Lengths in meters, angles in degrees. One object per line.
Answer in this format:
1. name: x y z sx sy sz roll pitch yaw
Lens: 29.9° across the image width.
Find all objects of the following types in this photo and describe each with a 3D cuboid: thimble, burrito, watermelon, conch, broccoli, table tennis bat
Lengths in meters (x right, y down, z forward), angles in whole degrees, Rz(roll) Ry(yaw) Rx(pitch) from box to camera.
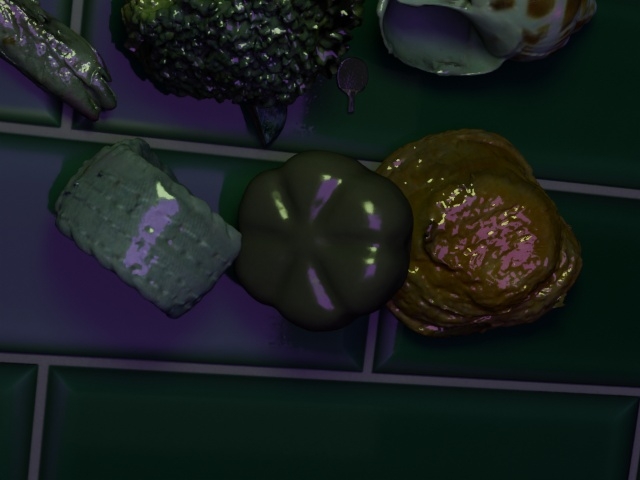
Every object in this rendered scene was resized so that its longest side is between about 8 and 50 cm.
1. thimble: -0.238 -0.022 1.670 0.250 0.205 0.172 41 86 -8
2. burrito: -0.407 -0.284 1.660 0.309 0.066 0.096 38 92 -16
3. watermelon: -0.086 -0.183 1.780 0.061 0.085 0.085 27 90 23
4. conch: 0.258 -0.354 1.770 0.368 0.197 0.249 20 127 -18
5. broccoli: -0.109 -0.339 1.665 0.293 0.348 0.281 33 50 -54
6. table tennis bat: 0.048 -0.237 1.822 0.050 0.007 0.083 1 96 -16

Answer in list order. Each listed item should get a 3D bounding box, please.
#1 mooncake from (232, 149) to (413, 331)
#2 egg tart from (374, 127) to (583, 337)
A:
1. mooncake: 0.000 0.000 1.734 0.275 0.135 0.275 1 92 18
2. egg tart: 0.227 0.002 1.834 0.339 0.153 0.351 -31 102 -6
